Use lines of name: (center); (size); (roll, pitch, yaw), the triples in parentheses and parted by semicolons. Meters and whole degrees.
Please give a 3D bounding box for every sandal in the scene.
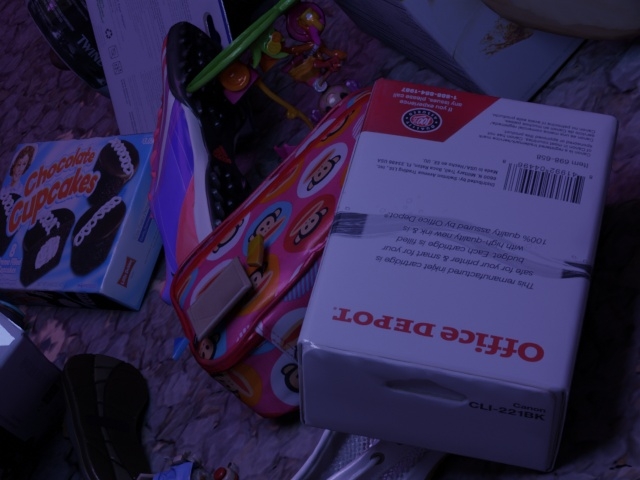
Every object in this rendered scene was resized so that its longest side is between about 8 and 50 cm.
sandal: (-0.210, 0.185, 1.828); (0.060, 0.090, 0.219); (-59, 29, 28)

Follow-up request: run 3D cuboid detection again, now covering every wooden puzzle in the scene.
wooden puzzle: (-0.085, 0.051, 1.637); (0.116, 0.014, 0.078); (-44, 22, 14)

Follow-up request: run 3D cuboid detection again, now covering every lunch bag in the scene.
lunch bag: (0.000, 0.000, 1.725); (0.293, 0.120, 0.258); (-45, 24, 6)

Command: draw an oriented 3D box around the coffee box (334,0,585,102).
coffee box: (0.124, -0.378, 1.787); (0.337, 0.334, 0.338); (-47, 30, -2)

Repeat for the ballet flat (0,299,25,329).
ballet flat: (-0.413, 0.093, 2.212); (0.203, 0.074, 0.074); (12, 63, 54)

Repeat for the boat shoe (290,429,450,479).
boat shoe: (0.062, 0.125, 1.494); (0.277, 0.096, 0.098); (-56, 28, -16)

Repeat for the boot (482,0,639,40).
boot: (0.291, -0.286, 1.635); (0.295, 0.104, 0.211); (1, 58, 24)

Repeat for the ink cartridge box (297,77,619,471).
ink cartridge box: (0.107, 0.023, 1.448); (0.197, 0.114, 0.273); (10, 51, 9)

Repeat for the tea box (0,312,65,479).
tea box: (-0.431, 0.181, 1.817); (0.323, 0.220, 0.329); (-52, -10, -8)

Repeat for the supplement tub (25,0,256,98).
supplement tub: (-0.172, -0.340, 2.277); (0.338, 0.207, 0.207); (-38, 30, 16)

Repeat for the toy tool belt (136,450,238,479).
toy tool belt: (-0.119, 0.211, 1.681); (0.083, 0.051, 0.052); (-26, 35, 33)

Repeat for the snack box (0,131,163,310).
snack box: (-0.275, -0.021, 2.134); (0.322, 0.060, 0.187); (-1, 66, 54)

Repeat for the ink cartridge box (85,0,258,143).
ink cartridge box: (-0.156, -0.202, 2.105); (0.045, 0.223, 0.224); (-14, 0, -44)

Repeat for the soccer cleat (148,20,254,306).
soccer cleat: (-0.135, -0.082, 1.941); (0.116, 0.108, 0.318); (-32, 55, 30)

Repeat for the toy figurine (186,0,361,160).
toy figurine: (-0.016, -0.149, 1.881); (0.173, 0.159, 0.130); (-43, 10, 0)

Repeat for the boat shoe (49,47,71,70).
boat shoe: (-0.260, -0.365, 2.525); (0.123, 0.123, 0.342); (-5, 56, 50)
